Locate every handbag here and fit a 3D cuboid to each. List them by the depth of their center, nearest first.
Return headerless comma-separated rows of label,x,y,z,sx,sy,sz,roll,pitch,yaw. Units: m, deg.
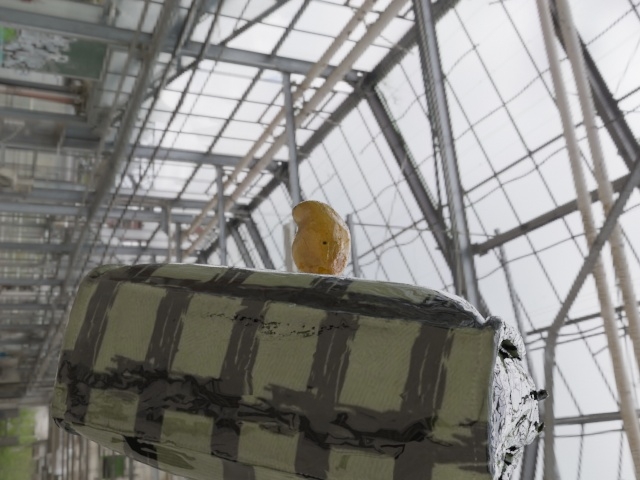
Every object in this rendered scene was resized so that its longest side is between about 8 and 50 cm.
handbag,0.013,0.121,0.568,0.325,0.327,0.163,5,-102,24

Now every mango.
mango,0.000,0.000,1.087,0.190,0.098,0.075,-100,-179,-50
